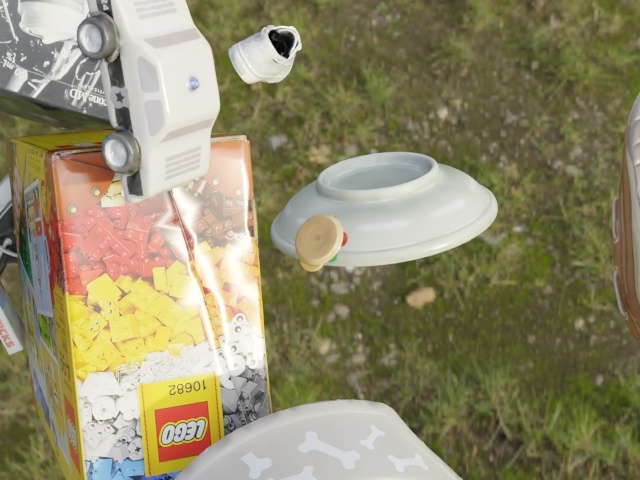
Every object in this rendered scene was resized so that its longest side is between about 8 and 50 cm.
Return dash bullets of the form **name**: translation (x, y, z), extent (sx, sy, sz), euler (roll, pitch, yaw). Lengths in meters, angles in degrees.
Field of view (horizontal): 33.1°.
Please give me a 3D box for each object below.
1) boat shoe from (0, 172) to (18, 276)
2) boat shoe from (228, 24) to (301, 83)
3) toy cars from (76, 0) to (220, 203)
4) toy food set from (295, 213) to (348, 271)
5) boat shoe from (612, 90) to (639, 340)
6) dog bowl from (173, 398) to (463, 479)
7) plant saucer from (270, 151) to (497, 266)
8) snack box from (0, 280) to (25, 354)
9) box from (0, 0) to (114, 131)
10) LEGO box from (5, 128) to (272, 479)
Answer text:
- **boat shoe**: translation (-0.466, -0.009, 1.609), extent (0.105, 0.306, 0.113), euler (36, 19, -11)
- **boat shoe**: translation (-0.055, -0.234, 1.304), extent (0.063, 0.066, 0.184), euler (-27, 0, 19)
- **toy cars**: translation (-0.099, -0.222, 0.918), extent (0.087, 0.176, 0.394), euler (2, 67, 34)
- **toy food set**: translation (0.000, 0.000, 1.589), extent (0.082, 0.020, 0.083), euler (-28, 58, 17)
- **boat shoe**: translation (0.384, -0.034, 1.239), extent (0.123, 0.116, 0.324), euler (13, 68, -9)
- **dog bowl**: translation (0.002, 0.321, 0.999), extent (0.349, 0.349, 0.102), euler (-23, 31, -13)
- **plant saucer**: translation (0.105, -0.076, 1.879), extent (0.400, 0.100, 0.400), euler (-8, 22, 3)
- **snack box**: translation (-0.413, 0.053, 1.329), extent (0.022, 0.178, 0.064), euler (-22, 25, -2)
- **box**: translation (-0.404, -0.338, 1.441), extent (0.179, 0.343, 0.312), euler (5, 83, 48)
- **LEGO box**: translation (-0.227, 0.064, 1.237), extent (0.193, 0.372, 0.500), euler (-7, 9, -20)
